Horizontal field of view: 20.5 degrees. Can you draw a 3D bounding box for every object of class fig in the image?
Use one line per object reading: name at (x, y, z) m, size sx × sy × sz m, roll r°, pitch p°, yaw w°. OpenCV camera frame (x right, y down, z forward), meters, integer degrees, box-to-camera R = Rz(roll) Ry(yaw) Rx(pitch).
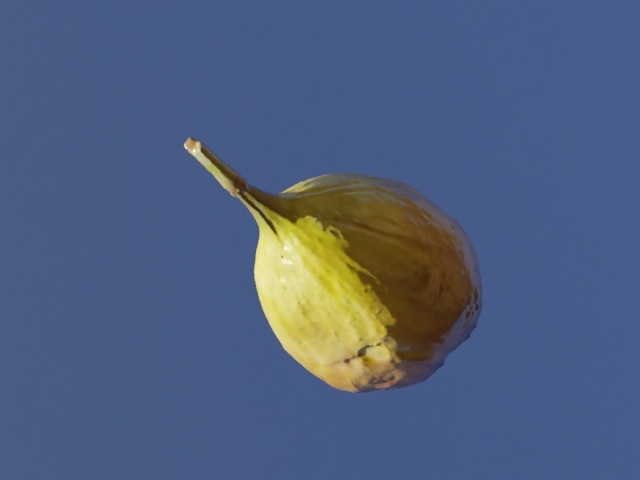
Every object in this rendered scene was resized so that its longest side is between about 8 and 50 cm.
fig at (0.000, 0.000, 1.281) m, size 0.257 × 0.159 × 0.159 m, roll 37°, pitch -112°, yaw -30°
